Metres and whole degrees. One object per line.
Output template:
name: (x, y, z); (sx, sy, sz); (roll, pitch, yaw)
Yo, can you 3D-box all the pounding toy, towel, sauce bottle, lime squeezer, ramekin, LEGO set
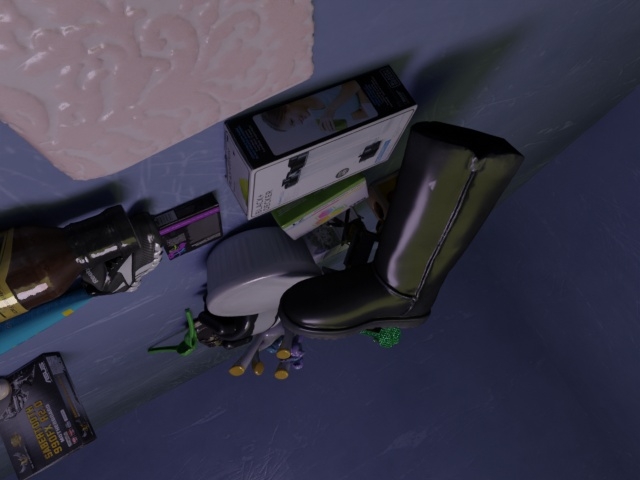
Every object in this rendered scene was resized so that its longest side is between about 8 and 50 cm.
pounding toy: (0.204, -0.065, 1.249); (0.180, 0.206, 0.094); (-25, 165, -17)
towel: (-0.151, -0.193, 0.421); (0.316, 0.054, 0.332); (-29, 166, -9)
sauce bottle: (-0.412, 0.047, 0.610); (0.344, 0.112, 0.111); (-26, 165, -23)
lime squeezer: (-0.436, 0.307, 1.504); (0.310, 0.110, 0.059); (-42, -170, 39)
ramekin: (-0.138, 0.071, 1.106); (0.272, 0.127, 0.273); (-15, 159, -6)
LEGO set: (0.116, 0.088, 1.206); (0.254, 0.332, 0.192); (8, -166, -15)

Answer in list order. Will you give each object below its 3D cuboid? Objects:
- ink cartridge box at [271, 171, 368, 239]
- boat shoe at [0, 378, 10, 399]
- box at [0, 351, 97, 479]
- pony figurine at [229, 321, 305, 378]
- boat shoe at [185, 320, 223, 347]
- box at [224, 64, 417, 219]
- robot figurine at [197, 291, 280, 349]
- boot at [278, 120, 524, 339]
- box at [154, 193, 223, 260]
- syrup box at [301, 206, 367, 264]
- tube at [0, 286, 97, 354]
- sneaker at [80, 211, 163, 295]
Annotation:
ink cartridge box: (0.003, -0.084, 1.008); (0.188, 0.097, 0.255); (-31, 165, 2)
boat shoe: (-0.790, 0.368, 1.064); (0.170, 0.063, 0.059); (-38, 164, -8)
box: (-0.656, 0.408, 1.112); (0.183, 0.231, 0.056); (-30, 169, 5)
pony figurine: (-0.116, 0.268, 1.575); (0.350, 0.303, 0.364); (-25, -150, 23)
boat shoe: (-0.376, 0.326, 1.661); (0.102, 0.093, 0.285); (-27, 165, -1)
box: (-0.006, -0.155, 0.767); (0.289, 0.087, 0.169); (-25, 165, -20)
robot figurine: (-0.212, 0.188, 1.351); (0.209, 0.174, 0.278); (-34, 165, 26)
boot: (0.133, -0.010, 0.912); (0.366, 0.146, 0.446); (-3, 135, -25)
box: (-0.241, -0.021, 0.878); (0.116, 0.029, 0.162); (-25, 164, -17)
syrup box: (0.000, 0.000, 1.295); (0.236, 0.093, 0.096); (-26, 166, -16)
tube: (-0.496, 0.134, 0.857); (0.207, 0.052, 0.080); (-29, -152, -8)
sneaker: (-0.335, 0.036, 0.783); (0.106, 0.078, 0.234); (-20, 165, -44)
